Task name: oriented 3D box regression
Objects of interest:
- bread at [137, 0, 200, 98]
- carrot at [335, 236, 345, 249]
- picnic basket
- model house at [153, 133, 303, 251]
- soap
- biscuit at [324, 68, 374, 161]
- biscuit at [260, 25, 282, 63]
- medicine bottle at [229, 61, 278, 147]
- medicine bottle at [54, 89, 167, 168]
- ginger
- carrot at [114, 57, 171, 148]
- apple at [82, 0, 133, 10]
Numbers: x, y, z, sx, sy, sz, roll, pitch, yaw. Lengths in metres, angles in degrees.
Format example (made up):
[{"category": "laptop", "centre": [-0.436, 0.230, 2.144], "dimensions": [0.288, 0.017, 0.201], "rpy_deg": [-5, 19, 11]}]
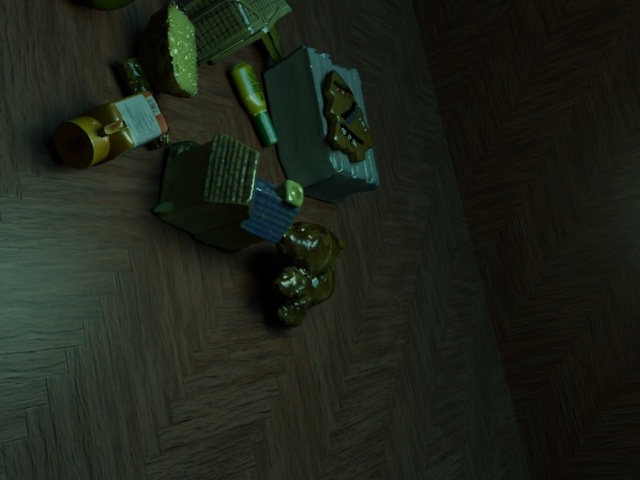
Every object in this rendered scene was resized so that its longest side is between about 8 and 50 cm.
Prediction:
[{"category": "bread", "centre": [-0.391, -0.462, 1.685], "dimensions": [0.129, 0.134, 0.260], "rpy_deg": [38, 44, -59]}, {"category": "carrot", "centre": [0.000, 0.000, 2.156], "dimensions": [0.314, 0.066, 0.066], "rpy_deg": [17, 61, -57]}, {"category": "picnic basket", "centre": [-0.251, -0.640, 1.913], "dimensions": [0.175, 0.228, 0.313], "rpy_deg": [59, 32, -17]}, {"category": "model house", "centre": [-0.204, -0.135, 1.666], "dimensions": [0.321, 0.266, 0.261], "rpy_deg": [27, 60, -44]}, {"category": "soap", "centre": [0.006, -0.369, 2.203], "dimensions": [0.350, 0.213, 0.434], "rpy_deg": [6, 70, -59]}, {"category": "biscuit", "centre": [0.081, -0.391, 2.089], "dimensions": [0.278, 0.043, 0.301], "rpy_deg": [-24, 97, -59]}, {"category": "biscuit", "centre": [-0.173, -0.678, 2.184], "dimensions": [0.183, 0.039, 0.174], "rpy_deg": [-97, 161, -50]}, {"category": "medicine bottle", "centre": [-0.198, -0.412, 2.037], "dimensions": [0.260, 0.064, 0.095], "rpy_deg": [67, 25, -9]}, {"category": "medicine bottle", "centre": [-0.456, -0.234, 1.441], "dimensions": [0.112, 0.149, 0.222], "rpy_deg": [65, 31, -13]}, {"category": "ginger", "centre": [-0.058, 0.084, 1.855], "dimensions": [0.274, 0.153, 0.357], "rpy_deg": [-45, 151, -36]}, {"category": "carrot", "centre": [-0.429, -0.335, 1.624], "dimensions": [0.069, 0.069, 0.228], "rpy_deg": [-34, 103, -59]}, {"category": "apple", "centre": [-0.506, -0.626, 1.534], "dimensions": [0.157, 0.196, 0.196], "rpy_deg": [-49, 123, -15]}]
